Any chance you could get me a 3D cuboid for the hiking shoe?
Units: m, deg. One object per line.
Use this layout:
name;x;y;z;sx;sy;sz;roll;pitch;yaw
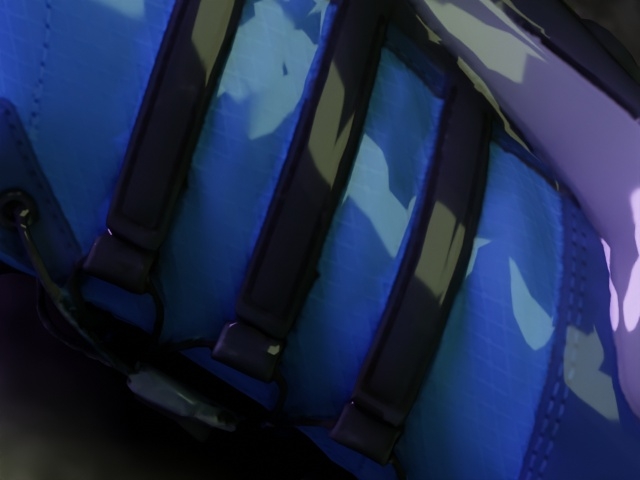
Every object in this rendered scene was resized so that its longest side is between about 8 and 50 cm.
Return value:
hiking shoe;0.000;0.000;0.363;0.132;0.113;0.304;-27;85;-6
